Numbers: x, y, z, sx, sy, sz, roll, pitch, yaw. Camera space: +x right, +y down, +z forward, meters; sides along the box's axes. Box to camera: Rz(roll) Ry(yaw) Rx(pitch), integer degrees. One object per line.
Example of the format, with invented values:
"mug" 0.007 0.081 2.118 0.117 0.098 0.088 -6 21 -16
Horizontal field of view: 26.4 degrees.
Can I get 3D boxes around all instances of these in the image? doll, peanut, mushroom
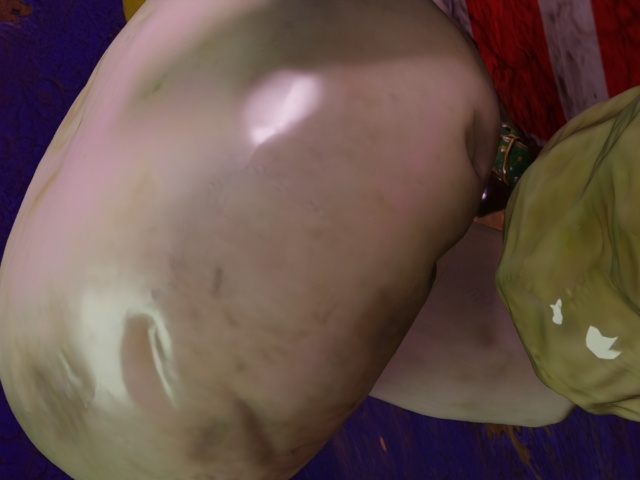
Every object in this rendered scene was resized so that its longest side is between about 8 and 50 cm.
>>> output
"doll" 0.121 -0.057 0.943 0.113 0.078 0.077 173 75 -79
"peanut" 0.174 -0.008 0.599 0.340 0.174 0.158 125 129 -71
"mushroom" -0.031 -0.012 0.823 0.325 0.353 0.353 26 141 40

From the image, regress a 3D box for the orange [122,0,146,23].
"orange" -0.033 -0.152 1.059 0.279 0.235 0.279 165 90 -78
